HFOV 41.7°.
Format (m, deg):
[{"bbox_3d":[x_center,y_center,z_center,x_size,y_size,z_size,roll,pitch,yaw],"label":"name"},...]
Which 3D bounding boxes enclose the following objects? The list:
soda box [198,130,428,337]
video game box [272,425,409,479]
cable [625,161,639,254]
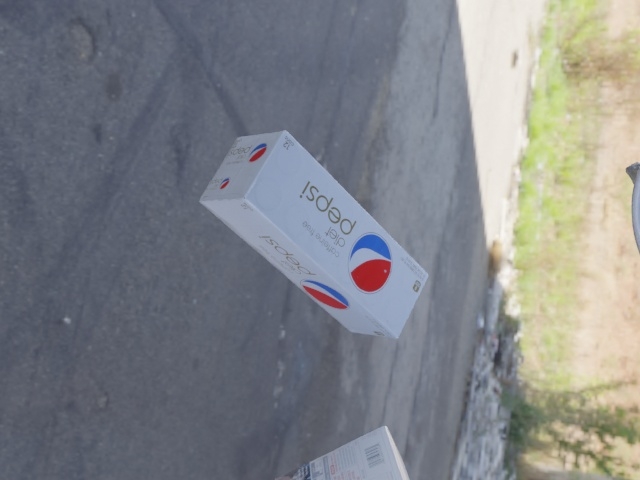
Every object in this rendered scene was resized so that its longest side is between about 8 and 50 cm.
[{"bbox_3d":[0.000,0.000,0.744,0.216,0.069,0.073,43,64,-32],"label":"soda box"},{"bbox_3d":[-0.007,0.250,0.689,0.205,0.187,0.048,-106,172,-77],"label":"video game box"},{"bbox_3d":[0.408,-0.026,0.738,0.089,0.257,0.257,-6,70,-46],"label":"cable"}]
